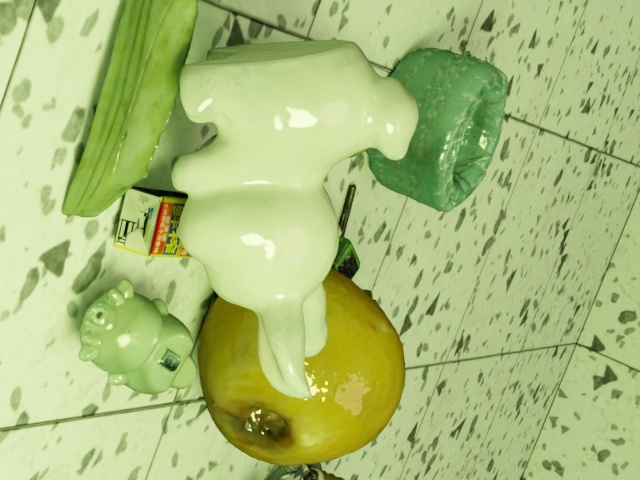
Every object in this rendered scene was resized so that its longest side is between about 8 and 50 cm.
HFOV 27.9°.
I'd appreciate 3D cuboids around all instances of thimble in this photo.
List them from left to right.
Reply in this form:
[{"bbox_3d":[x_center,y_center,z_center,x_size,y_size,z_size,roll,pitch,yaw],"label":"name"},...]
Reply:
[{"bbox_3d":[0.174,-0.170,1.889,0.235,0.143,0.198,-64,156,-2],"label":"thimble"}]

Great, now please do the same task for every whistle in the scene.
[{"bbox_3d":[-0.203,0.117,1.458,0.110,0.092,0.244,-63,154,-11],"label":"whistle"}]

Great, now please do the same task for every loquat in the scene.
[{"bbox_3d":[-0.020,0.153,1.650,0.275,0.275,0.274,-45,148,-38],"label":"loquat"}]

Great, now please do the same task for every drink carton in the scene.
[{"bbox_3d":[-0.164,-0.018,1.457,0.166,0.056,0.071,6,102,-67],"label":"drink carton"}]

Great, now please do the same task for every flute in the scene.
[{"bbox_3d":[0.018,0.040,1.919,0.014,0.014,0.269,-22,131,-56],"label":"flute"}]

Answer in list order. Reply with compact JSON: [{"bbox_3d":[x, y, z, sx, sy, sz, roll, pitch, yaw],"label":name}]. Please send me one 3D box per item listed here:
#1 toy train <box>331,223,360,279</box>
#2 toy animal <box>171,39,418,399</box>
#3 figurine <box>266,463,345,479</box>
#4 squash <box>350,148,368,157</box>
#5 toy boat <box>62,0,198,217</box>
[{"bbox_3d":[0.000,0.000,1.767,0.060,0.081,0.202,-57,153,-17],"label":"toy train"},{"bbox_3d":[-0.031,-0.031,1.366,0.196,0.241,0.367,-49,146,-72],"label":"toy animal"},{"bbox_3d":[-0.073,0.479,1.913,0.382,0.186,0.261,-26,112,-51],"label":"figurine"},{"bbox_3d":[0.006,-0.157,1.609,0.118,0.118,0.370,-68,159,4],"label":"squash"},{"bbox_3d":[-0.184,-0.152,1.300,0.093,0.055,0.293,3,109,-61],"label":"toy boat"}]
